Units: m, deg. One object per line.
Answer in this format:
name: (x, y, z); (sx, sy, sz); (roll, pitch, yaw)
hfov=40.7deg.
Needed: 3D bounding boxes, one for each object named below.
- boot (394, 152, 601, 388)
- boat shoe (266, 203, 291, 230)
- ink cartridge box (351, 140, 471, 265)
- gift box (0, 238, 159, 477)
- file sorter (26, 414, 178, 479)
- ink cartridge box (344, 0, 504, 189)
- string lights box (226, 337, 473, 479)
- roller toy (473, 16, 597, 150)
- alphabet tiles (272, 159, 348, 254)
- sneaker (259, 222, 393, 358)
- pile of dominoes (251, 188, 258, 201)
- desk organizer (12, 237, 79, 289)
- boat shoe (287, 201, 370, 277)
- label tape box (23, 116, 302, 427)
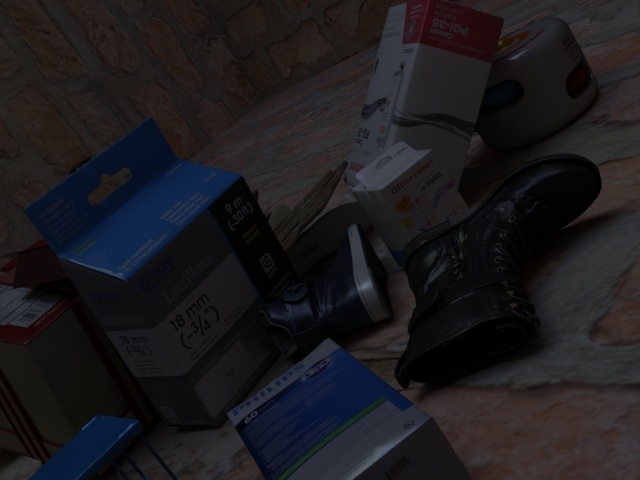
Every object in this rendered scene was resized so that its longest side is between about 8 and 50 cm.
boot: (0.188, 0.034, 0.872); (0.263, 0.091, 0.229); (-33, 20, 16)
boat shoe: (-0.097, -0.014, 1.636); (0.133, 0.049, 0.042); (-58, 0, -42)
ink cartridge box: (0.117, -0.048, 1.113); (0.092, 0.143, 0.090); (-39, 16, -17)
gift box: (-0.332, 0.171, 1.177); (0.276, 0.258, 0.255); (8, 38, 39)
file sorter: (-0.251, 0.286, 0.927); (0.170, 0.104, 0.118); (-43, 17, -31)
ink cartridge box: (0.142, -0.192, 1.253); (0.207, 0.117, 0.283); (-139, 63, -74)
string lights box: (0.012, 0.181, 0.764); (0.133, 0.077, 0.259); (-36, 16, -9)
roller toy: (0.309, -0.244, 1.311); (0.209, 0.146, 0.191); (-33, 16, 2)
alphabet tiles: (-0.082, 0.016, 1.386); (0.342, 0.011, 0.285); (-45, 9, 30)
sneaker: (0.003, 0.064, 1.117); (0.163, 0.086, 0.226); (-28, 18, 11)
pile of dominoes: (-0.226, -0.005, 1.850); (0.251, 0.040, 0.196); (-36, -6, -8)
desk organizer: (-0.332, 0.035, 1.087); (0.130, 0.047, 0.050); (-10, 68, 40)
boat shoe: (0.000, 0.000, 1.374); (0.184, 0.066, 0.063); (-42, 16, 6)
label tape box: (-0.172, 0.032, 1.088); (0.105, 0.334, 0.241); (-9, 29, 41)
